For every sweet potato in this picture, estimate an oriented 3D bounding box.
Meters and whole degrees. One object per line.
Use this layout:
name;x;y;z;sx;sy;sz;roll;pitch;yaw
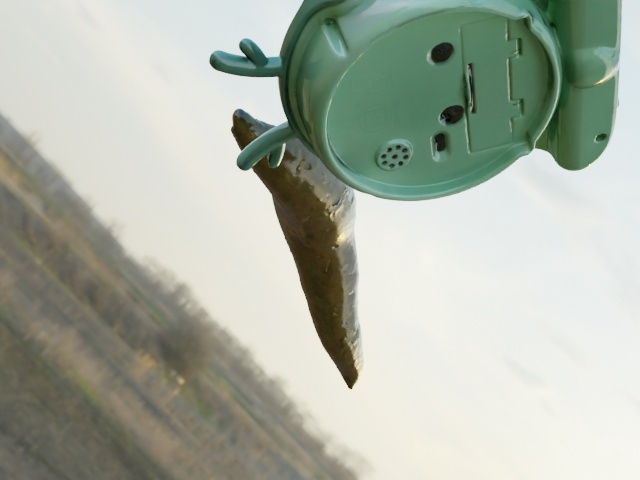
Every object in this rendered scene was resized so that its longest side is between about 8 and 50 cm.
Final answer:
sweet potato;0.001;0.000;0.845;0.059;0.069;0.249;1;-47;22

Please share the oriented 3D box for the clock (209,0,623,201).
clock;0.051;-0.086;0.647;0.159;0.211;0.066;75;-1;-47
